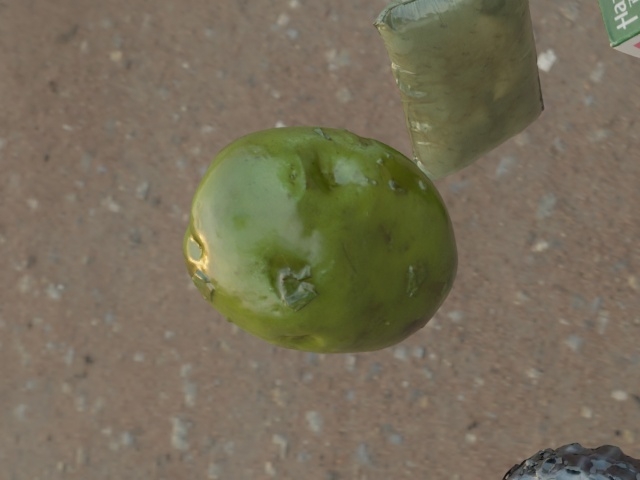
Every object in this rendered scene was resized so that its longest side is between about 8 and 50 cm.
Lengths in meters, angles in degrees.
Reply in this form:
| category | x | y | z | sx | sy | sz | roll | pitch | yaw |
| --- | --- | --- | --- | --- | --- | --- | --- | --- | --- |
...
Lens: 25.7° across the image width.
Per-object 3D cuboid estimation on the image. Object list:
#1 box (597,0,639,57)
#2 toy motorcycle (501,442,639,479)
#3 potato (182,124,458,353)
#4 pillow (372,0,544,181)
| category | x | y | z | sx | sy | sz | roll | pitch | yaw |
| --- | --- | --- | --- | --- | --- | --- | --- | --- | --- |
| box | 0.316 | -0.283 | 1.284 | 0.135 | 0.081 | 0.199 | -27 | 64 | 40 |
| toy motorcycle | 0.092 | 0.194 | 0.470 | 0.204 | 0.108 | 0.239 | -33 | 79 | 38 |
| potato | 0.000 | 0.000 | 1.149 | 0.149 | 0.253 | 0.186 | -6 | 62 | 48 |
| pillow | 0.161 | -0.193 | 1.571 | 0.185 | 0.302 | 0.075 | -29 | 53 | -7 |
